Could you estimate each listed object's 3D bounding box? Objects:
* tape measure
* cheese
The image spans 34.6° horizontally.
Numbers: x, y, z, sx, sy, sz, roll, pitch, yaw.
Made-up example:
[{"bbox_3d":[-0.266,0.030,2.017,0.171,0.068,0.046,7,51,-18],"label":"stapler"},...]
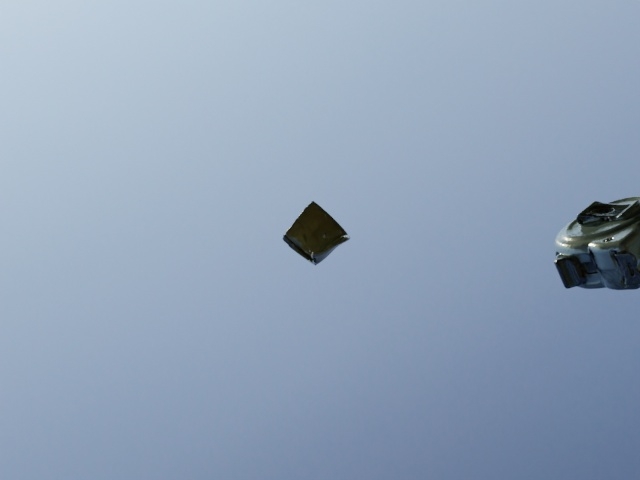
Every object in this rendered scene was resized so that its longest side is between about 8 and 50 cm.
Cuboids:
[{"bbox_3d":[0.406,-0.037,1.242,0.330,0.084,0.164,-33,-160,-37],"label":"tape measure"},{"bbox_3d":[0.001,0.001,1.182,0.060,0.041,0.084,-48,-140,-1],"label":"cheese"}]
